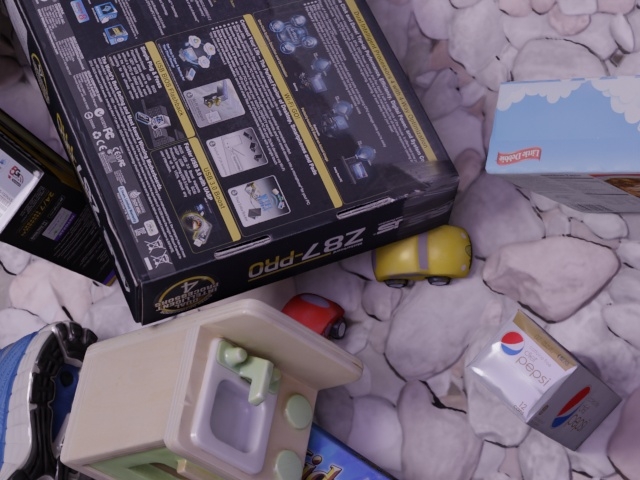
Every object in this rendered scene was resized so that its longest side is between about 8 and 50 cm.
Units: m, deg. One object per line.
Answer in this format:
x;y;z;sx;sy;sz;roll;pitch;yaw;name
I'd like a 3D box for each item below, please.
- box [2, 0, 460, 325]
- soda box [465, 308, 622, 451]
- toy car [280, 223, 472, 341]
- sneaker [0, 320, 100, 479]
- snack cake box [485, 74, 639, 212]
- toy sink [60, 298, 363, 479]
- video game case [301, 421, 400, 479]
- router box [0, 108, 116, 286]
-0.094;-0.147;1.734;0.318;0.097;0.395;-20;64;-14;box
0.197;0.124;1.595;0.074;0.216;0.069;43;94;22;soda box
0.000;0.000;1.780;0.239;0.053;0.225;-36;69;8;toy car
-0.306;0.242;1.797;0.147;0.130;0.330;-11;56;47;sneaker
0.295;-0.083;1.595;0.264;0.152;0.089;1;77;43;snack cake box
-0.098;0.161;1.665;0.234;0.153;0.131;-17;52;42;toy sink
-0.001;0.316;1.663;0.269;0.061;0.244;29;87;41;video game case
-0.342;-0.090;1.818;0.309;0.243;0.081;37;92;22;router box
